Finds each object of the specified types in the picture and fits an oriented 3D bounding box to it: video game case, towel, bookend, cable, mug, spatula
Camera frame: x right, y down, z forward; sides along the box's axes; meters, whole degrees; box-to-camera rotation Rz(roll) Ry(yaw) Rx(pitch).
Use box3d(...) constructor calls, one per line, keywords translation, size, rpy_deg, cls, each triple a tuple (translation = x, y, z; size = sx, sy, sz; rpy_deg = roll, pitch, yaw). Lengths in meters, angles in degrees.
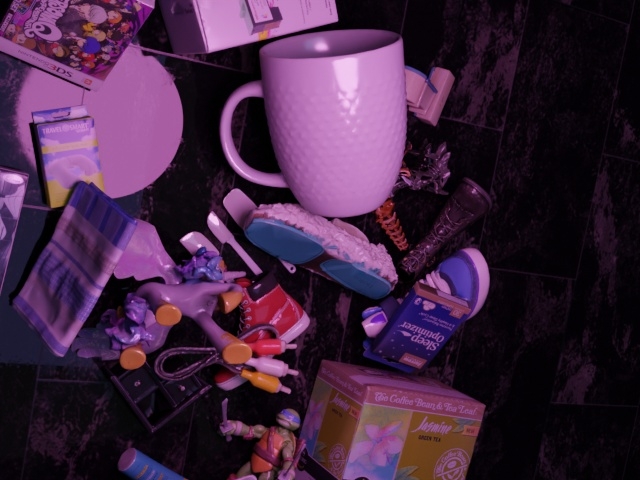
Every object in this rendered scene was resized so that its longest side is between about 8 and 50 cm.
box3d(translation=(-0.438, -0.386, 1.624), size=(0.210, 0.041, 0.232), rpy_deg=(22, 133, -30), cls="video game case")
box3d(translation=(-0.448, 0.047, 1.665), size=(0.034, 0.209, 0.285), rpy_deg=(26, 97, -46), cls="towel")
box3d(translation=(-0.330, 0.280, 1.871), size=(0.157, 0.072, 0.156), rpy_deg=(-36, 114, -18), cls="bookend")
box3d(translation=(-0.184, 0.229, 1.850), size=(0.287, 0.072, 0.139), rpy_deg=(7, 89, -21), cls="cable")
box3d(translation=(-0.014, -0.222, 1.821), size=(0.374, 0.276, 0.327), rpy_deg=(-4, 112, 4), cls="mug")
box3d(translation=(-0.160, 0.026, 1.945), size=(0.168, 0.019, 0.242), rpy_deg=(-47, 116, -14), cls="spatula")

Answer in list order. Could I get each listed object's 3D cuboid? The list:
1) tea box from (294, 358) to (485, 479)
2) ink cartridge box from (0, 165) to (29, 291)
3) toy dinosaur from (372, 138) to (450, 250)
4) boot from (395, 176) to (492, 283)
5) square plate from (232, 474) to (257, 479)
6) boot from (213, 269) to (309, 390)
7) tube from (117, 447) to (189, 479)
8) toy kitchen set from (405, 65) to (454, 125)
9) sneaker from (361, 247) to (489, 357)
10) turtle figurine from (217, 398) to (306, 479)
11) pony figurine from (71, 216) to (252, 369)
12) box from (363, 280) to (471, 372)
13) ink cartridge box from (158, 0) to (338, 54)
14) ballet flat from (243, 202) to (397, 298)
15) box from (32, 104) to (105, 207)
box3d(translation=(0.145, 0.466, 2.074), size=(0.329, 0.220, 0.323), rpy_deg=(13, 92, -29), cls="tea box")
box3d(translation=(-0.647, 0.019, 1.660), size=(0.166, 0.065, 0.332), rpy_deg=(12, 94, -30), cls="ink cartridge box")
box3d(translation=(0.157, -0.149, 2.037), size=(0.219, 0.164, 0.321), rpy_deg=(-12, 124, -10), cls="toy dinosaur")
box3d(translation=(0.265, -0.008, 2.054), size=(0.091, 0.263, 0.229), rpy_deg=(41, 70, 11), cls="boot")
box3d(translation=(-0.250, 0.667, 1.785), size=(0.344, 0.049, 0.347), rpy_deg=(-10, 88, -29), cls="square plate")
box3d(translation=(-0.163, 0.182, 1.935), size=(0.244, 0.088, 0.176), rpy_deg=(-43, 113, -12), cls="boot")
box3d(translation=(-0.333, 0.505, 1.929), size=(0.080, 0.052, 0.207), rpy_deg=(-46, 123, -1), cls="tube")
box3d(translation=(0.176, -0.358, 2.031), size=(0.122, 0.166, 0.207), rpy_deg=(-67, 156, -1), cls="toy kitchen set")
box3d(translation=(0.212, 0.153, 2.029), size=(0.236, 0.130, 0.322), rpy_deg=(-13, 150, -29), cls="sneaker")
box3d(translation=(-0.151, 0.472, 1.937), size=(0.198, 0.275, 0.266), rpy_deg=(24, 92, 5), cls="turtle figurine")
box3d(translation=(-0.302, 0.116, 1.733), size=(0.351, 0.363, 0.302), rpy_deg=(-2, 108, -10), cls="pony figurine")
box3d(translation=(0.205, 0.199, 1.986), size=(0.137, 0.036, 0.225), rpy_deg=(22, 119, -22), cls="box")
box3d(translation=(-0.140, -0.440, 1.764), size=(0.278, 0.201, 0.117), rpy_deg=(-19, 108, -24), cls="ink cartridge box")
box3d(translation=(0.000, 0.000, 1.976), size=(0.409, 0.147, 0.147), rpy_deg=(29, 85, -34), cls="ballet flat")
box3d(translation=(-0.471, -0.158, 1.732), size=(0.109, 0.042, 0.178), rpy_deg=(-13, 106, -26), cls="box")
